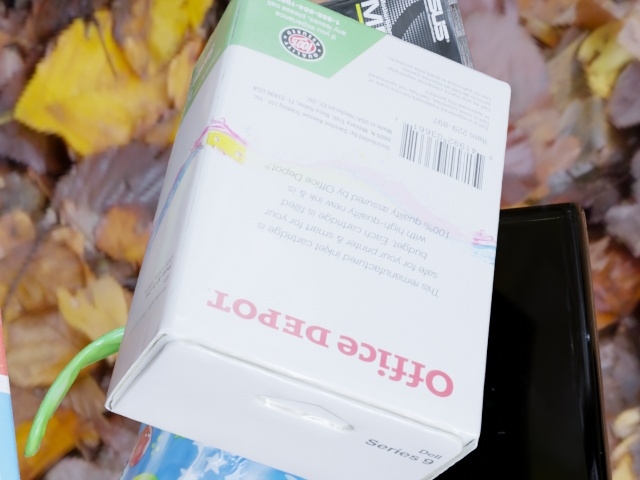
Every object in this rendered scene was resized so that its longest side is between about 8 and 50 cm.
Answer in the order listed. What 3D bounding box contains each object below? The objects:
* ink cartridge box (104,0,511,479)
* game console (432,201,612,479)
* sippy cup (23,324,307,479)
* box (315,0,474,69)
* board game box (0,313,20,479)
[{"bbox_3d":[0.000,0.000,0.706,0.154,0.093,0.212,21,53,-16],"label":"ink cartridge box"},{"bbox_3d":[0.195,0.063,0.777,0.361,0.044,0.213,-6,52,10],"label":"game console"},{"bbox_3d":[-0.058,0.209,1.059,0.305,0.240,0.224,21,70,32],"label":"sippy cup"},{"bbox_3d":[0.075,-0.182,1.594,0.184,0.045,0.191,-10,98,26],"label":"box"},{"bbox_3d":[-0.224,0.122,0.594,0.064,0.316,0.242,2,73,-40],"label":"board game box"}]
